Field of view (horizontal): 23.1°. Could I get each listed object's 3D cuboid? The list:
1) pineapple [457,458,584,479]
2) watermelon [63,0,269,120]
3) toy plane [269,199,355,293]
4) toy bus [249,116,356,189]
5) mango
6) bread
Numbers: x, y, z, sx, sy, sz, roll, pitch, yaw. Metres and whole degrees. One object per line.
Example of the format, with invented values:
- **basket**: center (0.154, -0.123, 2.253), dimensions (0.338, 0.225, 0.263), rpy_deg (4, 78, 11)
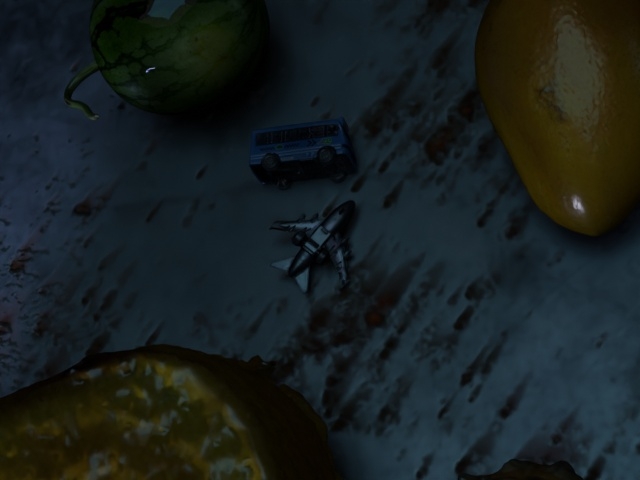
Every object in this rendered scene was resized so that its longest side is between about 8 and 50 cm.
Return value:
- **pineapple**: center (0.039, 0.276, 0.958), dimensions (0.361, 0.175, 0.175), rpy_deg (-28, 59, -25)
- **watermelon**: center (-0.135, -0.167, 1.292), dimensions (0.187, 0.141, 0.141), rpy_deg (-20, 64, 13)
- **toy plane**: center (0.000, 0.000, 1.242), dimensions (0.078, 0.031, 0.083), rpy_deg (39, 86, 11)
- **toy bus**: center (-0.014, -0.072, 1.271), dimensions (0.083, 0.038, 0.046), rpy_deg (-7, 64, 14)
- **mango**: center (0.194, -0.110, 1.186), dimensions (0.144, 0.112, 0.219), rpy_deg (-13, 77, 12)
- **bread**: center (-0.153, 0.233, 1.101), dimensions (0.358, 0.204, 0.337), rpy_deg (-25, 58, 8)
